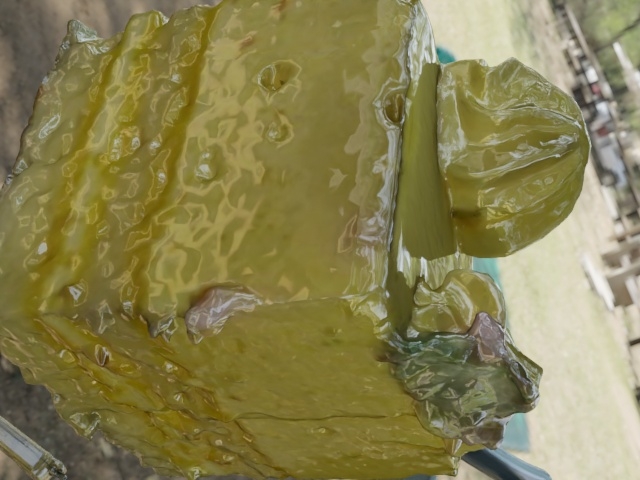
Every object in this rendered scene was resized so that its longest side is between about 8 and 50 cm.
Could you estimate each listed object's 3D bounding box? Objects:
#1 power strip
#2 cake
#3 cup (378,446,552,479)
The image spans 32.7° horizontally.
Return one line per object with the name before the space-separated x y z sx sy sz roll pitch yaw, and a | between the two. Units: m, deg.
power strip | -0.513 0.290 1.701 0.305 0.044 0.064 33 -25 16
cake | 0.000 0.000 0.611 0.222 0.286 0.227 57 36 -51
cup | 0.110 0.363 0.990 0.311 0.331 0.257 35 10 -45
